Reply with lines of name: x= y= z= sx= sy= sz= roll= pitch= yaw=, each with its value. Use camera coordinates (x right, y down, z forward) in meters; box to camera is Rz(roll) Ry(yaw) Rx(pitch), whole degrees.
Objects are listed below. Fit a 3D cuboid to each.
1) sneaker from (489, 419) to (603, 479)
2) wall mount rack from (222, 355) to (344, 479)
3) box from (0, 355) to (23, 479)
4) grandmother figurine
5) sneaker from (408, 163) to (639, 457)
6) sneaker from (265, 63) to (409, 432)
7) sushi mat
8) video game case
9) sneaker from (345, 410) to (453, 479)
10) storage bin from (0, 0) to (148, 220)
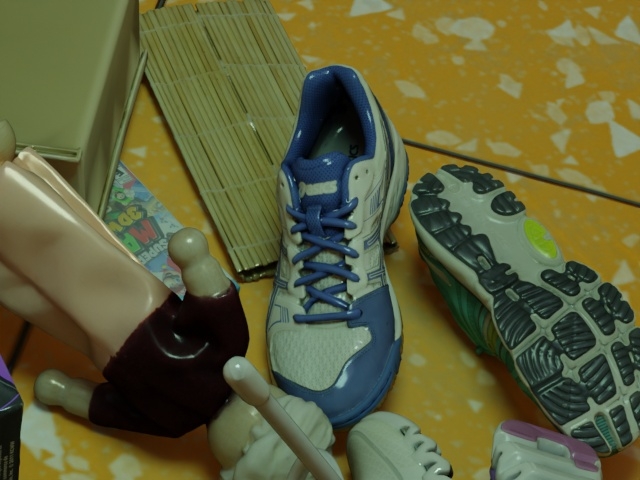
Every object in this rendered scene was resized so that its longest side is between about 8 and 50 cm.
sneaker: x=0.152 y=0.218 z=1.279 sx=0.095 sy=0.104 sz=0.236 roll=19 pitch=19 yaw=-5
wall mount rack: x=-0.015 y=0.246 z=1.104 sx=0.130 sy=0.304 sz=0.350 roll=2 pitch=47 yaw=-20
box: x=-0.351 y=0.131 z=1.240 sx=0.270 sy=0.143 sz=0.165 roll=-14 pitch=51 yaw=-25
grandmother figurine: x=-0.127 y=0.063 z=1.332 sx=0.342 sy=0.208 sz=0.104 roll=42 pitch=48 yaw=-3
sneaker: x=0.164 y=0.059 z=1.459 sx=0.107 sy=0.110 sz=0.275 roll=-25 pitch=59 yaw=-17
sneaker: x=0.000 y=0.000 z=1.427 sx=0.112 sy=0.131 sz=0.296 roll=-7 pitch=55 yaw=14
sushi mat: x=-0.057 y=-0.097 z=1.611 sx=0.151 sy=0.019 sz=0.316 roll=-9 pitch=51 yaw=-23
video game case: x=-0.161 y=0.010 z=1.489 sx=0.119 sy=0.015 sz=0.166 roll=-27 pitch=59 yaw=-33
sneaker: x=0.052 y=0.242 z=1.272 sx=0.118 sy=0.110 sz=0.292 roll=-9 pitch=50 yaw=-10
storage bin: x=-0.288 y=-0.124 z=1.496 sx=0.260 sy=0.123 sz=0.262 roll=8 pitch=47 yaw=1
